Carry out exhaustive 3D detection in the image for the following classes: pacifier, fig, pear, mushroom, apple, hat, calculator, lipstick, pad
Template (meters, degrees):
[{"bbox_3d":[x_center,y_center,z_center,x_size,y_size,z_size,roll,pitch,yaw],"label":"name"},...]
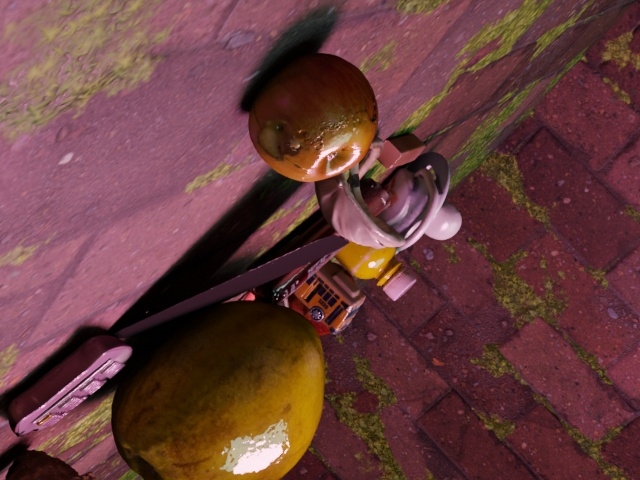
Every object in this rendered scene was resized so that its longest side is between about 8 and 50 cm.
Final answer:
[{"bbox_3d":[0.224,-0.053,2.228,0.207,0.227,0.279,25,122,-32],"label":"pacifier"},{"bbox_3d":[-0.010,0.144,2.275,0.175,0.175,0.207,-47,-178,23],"label":"fig"},{"bbox_3d":[-0.166,0.277,1.710,0.413,0.352,0.352,-30,165,-39],"label":"pear"},{"bbox_3d":[0.079,-0.142,1.763,0.306,0.043,0.068,110,3,-69],"label":"mushroom"},{"bbox_3d":[-0.003,-0.133,1.106,0.146,0.146,0.146,-42,171,-8],"label":"apple"},{"bbox_3d":[0.028,-0.080,1.525,0.164,0.219,0.226,-9,174,-35],"label":"hat"},{"bbox_3d":[-0.359,0.208,1.437,0.194,0.043,0.294,-40,175,-12],"label":"calculator"},{"bbox_3d":[0.153,-0.173,1.909,0.045,0.045,0.145,-46,170,25],"label":"lipstick"},{"bbox_3d":[-0.149,0.048,1.498,0.375,0.063,0.315,-25,174,5],"label":"pad"}]

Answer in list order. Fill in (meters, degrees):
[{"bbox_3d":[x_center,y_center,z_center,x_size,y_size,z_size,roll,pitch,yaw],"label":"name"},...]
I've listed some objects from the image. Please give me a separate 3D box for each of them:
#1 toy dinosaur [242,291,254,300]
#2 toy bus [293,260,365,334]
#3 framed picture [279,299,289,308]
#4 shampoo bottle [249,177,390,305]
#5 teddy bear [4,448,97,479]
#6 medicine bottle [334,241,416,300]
[{"bbox_3d":[-0.195,0.169,2.003,0.286,0.070,0.139,-52,145,13],"label":"toy dinosaur"},{"bbox_3d":[0.006,0.099,2.094,0.103,0.182,0.091,-50,169,26],"label":"toy bus"},{"bbox_3d":[-0.106,0.235,2.154,0.260,0.023,0.189,-74,164,-44],"label":"framed picture"},{"bbox_3d":[0.000,0.000,1.927,0.323,0.084,0.129,-41,173,-19],"label":"shampoo bottle"},{"bbox_3d":[-0.504,0.486,1.562,0.222,0.246,0.296,10,93,-43],"label":"teddy bear"},{"bbox_3d":[0.108,0.030,2.114,0.122,0.212,0.122,-42,171,-8],"label":"medicine bottle"}]
